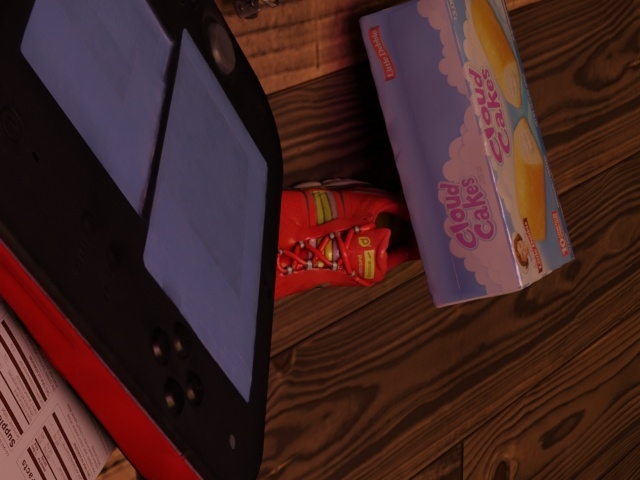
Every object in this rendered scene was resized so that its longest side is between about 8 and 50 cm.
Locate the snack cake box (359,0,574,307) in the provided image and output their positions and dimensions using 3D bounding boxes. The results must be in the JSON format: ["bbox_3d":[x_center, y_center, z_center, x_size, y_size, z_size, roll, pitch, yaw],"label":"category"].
[{"bbox_3d":[0.135,-0.087,1.090,0.152,0.089,0.265,-19,94,-61],"label":"snack cake box"}]

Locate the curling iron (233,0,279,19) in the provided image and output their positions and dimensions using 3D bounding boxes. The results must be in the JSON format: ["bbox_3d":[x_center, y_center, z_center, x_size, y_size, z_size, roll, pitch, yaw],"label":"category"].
[{"bbox_3d":[-0.094,-0.254,0.860,0.274,0.035,0.068,53,18,-51],"label":"curling iron"}]

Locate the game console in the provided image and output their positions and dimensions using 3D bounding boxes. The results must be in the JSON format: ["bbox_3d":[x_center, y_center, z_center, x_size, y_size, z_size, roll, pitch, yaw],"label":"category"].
[{"bbox_3d":[-0.110,-0.063,0.762,0.387,0.060,0.342,-89,161,-45],"label":"game console"}]

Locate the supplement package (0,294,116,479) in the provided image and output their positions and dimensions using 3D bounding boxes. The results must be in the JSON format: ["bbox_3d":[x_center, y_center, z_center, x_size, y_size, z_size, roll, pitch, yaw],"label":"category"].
[{"bbox_3d":[-0.259,0.126,0.665,0.203,0.194,0.149,-59,143,-44],"label":"supplement package"}]

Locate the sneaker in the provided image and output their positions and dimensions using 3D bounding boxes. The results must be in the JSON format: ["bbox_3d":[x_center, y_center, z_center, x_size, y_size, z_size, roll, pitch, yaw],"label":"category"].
[{"bbox_3d":[0.000,0.000,1.034,0.279,0.118,0.107,-19,117,-47],"label":"sneaker"}]
